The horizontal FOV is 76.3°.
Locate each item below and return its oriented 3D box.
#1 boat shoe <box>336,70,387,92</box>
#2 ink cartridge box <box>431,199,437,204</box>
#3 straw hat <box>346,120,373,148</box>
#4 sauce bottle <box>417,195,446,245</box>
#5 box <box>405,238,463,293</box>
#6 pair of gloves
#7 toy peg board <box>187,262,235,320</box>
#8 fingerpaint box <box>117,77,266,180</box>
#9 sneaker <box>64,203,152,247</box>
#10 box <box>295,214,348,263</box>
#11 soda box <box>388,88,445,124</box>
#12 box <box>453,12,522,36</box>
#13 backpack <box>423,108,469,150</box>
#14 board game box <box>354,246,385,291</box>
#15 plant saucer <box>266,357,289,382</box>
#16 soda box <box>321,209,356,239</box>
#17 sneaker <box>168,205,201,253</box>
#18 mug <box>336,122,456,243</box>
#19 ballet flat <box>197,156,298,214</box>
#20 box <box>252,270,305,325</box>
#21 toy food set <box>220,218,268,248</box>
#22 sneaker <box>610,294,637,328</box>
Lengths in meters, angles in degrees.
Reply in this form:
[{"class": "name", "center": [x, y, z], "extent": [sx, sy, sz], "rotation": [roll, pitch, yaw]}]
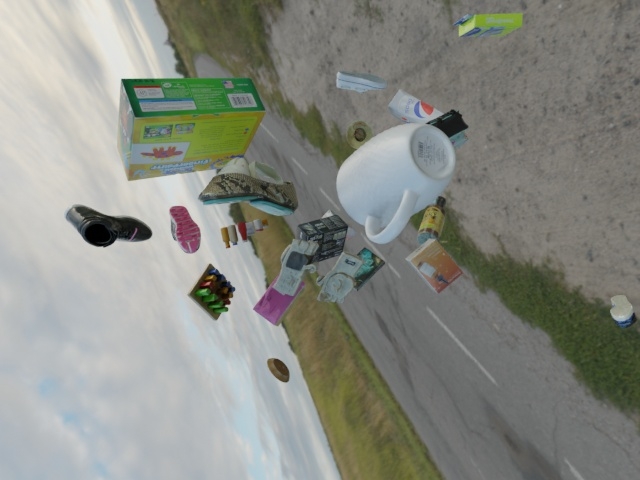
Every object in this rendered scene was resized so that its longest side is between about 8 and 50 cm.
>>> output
[{"class": "boat shoe", "center": [0.182, -0.700, 1.821], "extent": [0.083, 0.227, 0.075], "rotation": [-68, -8, -45]}, {"class": "ink cartridge box", "center": [0.412, -0.262, 1.619], "extent": [0.212, 0.093, 0.154], "rotation": [-81, -8, -53]}, {"class": "straw hat", "center": [0.206, -0.545, 2.090], "extent": [0.061, 0.145, 0.144], "rotation": [-59, -49, -64]}, {"class": "sauce bottle", "center": [0.583, -0.106, 2.104], "extent": [0.344, 0.112, 0.111], "rotation": [-60, -38, -44]}, {"class": "box", "center": [0.439, 0.097, 1.576], "extent": [0.170, 0.130, 0.091], "rotation": [49, -178, -1]}, {"class": "pair of gloves", "center": [-0.008, 0.096, 1.248], "extent": [0.042, 0.240, 0.204], "rotation": [-84, 11, -61]}, {"class": "toy peg board", "center": [-0.392, 0.193, 1.556], "extent": [0.161, 0.079, 0.160], "rotation": [55, -139, -30]}, {"class": "fingerpaint box", "center": [-0.477, -0.403, 1.477], "extent": [0.371, 0.445, 0.163], "rotation": [-43, 67, 55]}, {"class": "sneaker", "center": [-0.685, -0.022, 1.368], "extent": [0.147, 0.104, 0.296], "rotation": [40, -170, 36]}, {"class": "box", "center": [0.000, 0.000, 1.519], "extent": [0.077, 0.180, 0.147], "rotation": [47, 142, 37]}, {"class": "soda box", "center": [0.431, -0.522, 1.729], "extent": [0.286, 0.091, 0.098], "rotation": [37, -175, 17]}, {"class": "box", "center": [0.526, -0.681, 1.290], "extent": [0.109, 0.179, 0.042], "rotation": [-121, 27, -76]}, {"class": "backpack", "center": [0.419, -0.363, 1.458], "extent": [0.144, 0.166, 0.188], "rotation": [59, 164, -10]}, {"class": "board game box", "center": [0.182, 0.127, 1.835], "extent": [0.126, 0.186, 0.026], "rotation": [37, 161, 33]}, {"class": "plant saucer", "center": [-0.113, 0.356, 1.131], "extent": [0.083, 0.015, 0.083], "rotation": [43, -170, -9]}, {"class": "soda box", "center": [0.091, -0.074, 1.986], "extent": [0.183, 0.063, 0.058], "rotation": [33, -165, -39]}, {"class": "sneaker", "center": [-0.351, -0.017, 1.062], "extent": [0.170, 0.063, 0.074], "rotation": [53, 148, 37]}, {"class": "mug", "center": [0.229, -0.164, 1.242], "extent": [0.328, 0.276, 0.373], "rotation": [-27, 42, 63]}, {"class": "ballet flat", "center": [-0.242, -0.191, 1.419], "extent": [0.483, 0.164, 0.181], "rotation": [2, -97, -60]}, {"class": "box", "center": [-0.173, 0.253, 1.769], "extent": [0.117, 0.213, 0.243], "rotation": [35, 168, 6]}, {"class": "toy food set", "center": [-0.359, -0.034, 1.971], "extent": [0.111, 0.233, 0.104], "rotation": [163, 95, -78]}, {"class": "sneaker", "center": [0.898, 0.227, 1.203], "extent": [0.152, 0.058, 0.084], "rotation": [-26, -85, -57]}]
